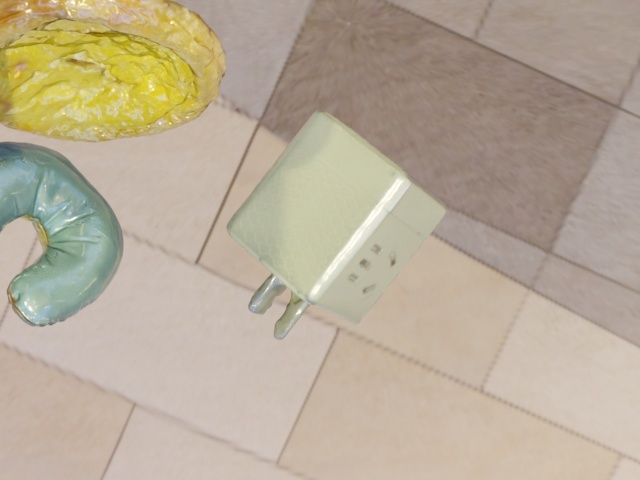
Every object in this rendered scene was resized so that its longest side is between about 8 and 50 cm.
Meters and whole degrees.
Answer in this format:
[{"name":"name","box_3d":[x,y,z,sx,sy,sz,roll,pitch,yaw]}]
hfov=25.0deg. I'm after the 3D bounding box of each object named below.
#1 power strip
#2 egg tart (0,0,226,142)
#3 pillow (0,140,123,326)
[{"name":"power strip","box_3d":[0.000,0.000,1.510,0.139,0.140,0.224,40,94,25]},{"name":"egg tart","box_3d":[-0.161,-0.133,0.980,0.191,0.191,0.074,-6,66,2]},{"name":"pillow","box_3d":[-0.348,-0.018,1.759,0.233,0.214,0.086,49,132,-6]}]
